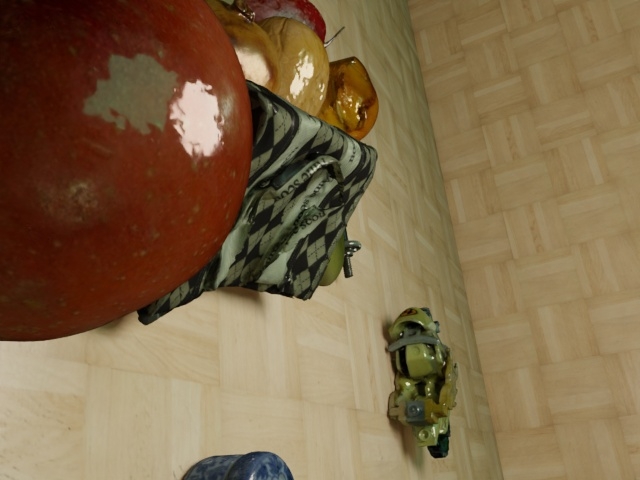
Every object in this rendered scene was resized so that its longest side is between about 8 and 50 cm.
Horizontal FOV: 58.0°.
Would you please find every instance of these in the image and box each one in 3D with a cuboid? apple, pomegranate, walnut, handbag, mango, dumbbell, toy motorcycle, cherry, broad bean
[{"bbox_3d":[-0.227,-0.088,0.474,0.349,0.348,0.277,-81,168,-45],"label":"apple"},{"bbox_3d":[-0.160,-0.260,0.867,0.215,0.215,0.216,46,35,-47],"label":"pomegranate"},{"bbox_3d":[-0.075,-0.288,1.049,0.193,0.193,0.226,21,80,-62],"label":"walnut"},{"bbox_3d":[-0.097,-0.045,0.824,0.317,0.180,0.416,-63,160,9],"label":"handbag"},{"bbox_3d":[0.051,-0.380,1.509,0.350,0.201,0.199,-86,-172,-55],"label":"mango"},{"bbox_3d":[0.048,-0.035,1.369,0.081,0.081,0.254,22,56,-62],"label":"dumbbell"},{"bbox_3d":[0.275,0.350,1.526,0.237,0.168,0.411,43,38,-49],"label":"toy motorcycle"},{"bbox_3d":[-0.091,-0.422,1.189,0.175,0.192,0.249,44,16,34],"label":"cherry"},{"bbox_3d":[0.000,0.000,1.192,0.263,0.121,0.189,-6,84,-69],"label":"broad bean"}]

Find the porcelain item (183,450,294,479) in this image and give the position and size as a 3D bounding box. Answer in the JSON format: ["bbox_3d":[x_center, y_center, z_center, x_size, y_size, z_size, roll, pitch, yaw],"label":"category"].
[{"bbox_3d":[-0.099,0.349,0.740,0.147,0.114,0.147,44,38,-49],"label":"porcelain item"}]
